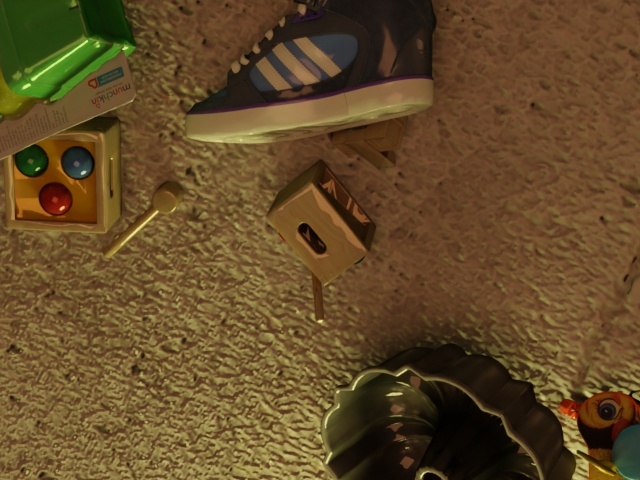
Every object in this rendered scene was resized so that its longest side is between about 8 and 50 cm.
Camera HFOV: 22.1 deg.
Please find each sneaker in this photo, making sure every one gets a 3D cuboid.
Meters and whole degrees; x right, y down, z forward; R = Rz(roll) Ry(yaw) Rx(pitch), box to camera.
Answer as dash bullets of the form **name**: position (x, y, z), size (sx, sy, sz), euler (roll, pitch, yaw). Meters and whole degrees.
- **sneaker**: position (-0.021, -0.247, 1.919), size (0.322, 0.130, 0.236), euler (-9, 86, 25)

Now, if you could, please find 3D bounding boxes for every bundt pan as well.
- **bundt pan**: position (0.167, 0.265, 1.987), size (0.330, 0.124, 0.331), euler (19, 127, 28)

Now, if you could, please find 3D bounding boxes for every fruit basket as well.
- **fruit basket**: position (-0.397, -0.251, 1.924), size (0.353, 0.165, 0.327), euler (-23, 81, 30)

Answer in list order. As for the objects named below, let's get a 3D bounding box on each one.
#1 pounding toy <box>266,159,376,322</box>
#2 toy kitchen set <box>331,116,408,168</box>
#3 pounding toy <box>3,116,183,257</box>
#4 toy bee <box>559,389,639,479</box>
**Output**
- **pounding toy**: position (0.000, 0.000, 1.969), size (0.100, 0.130, 0.141), euler (-37, 99, 16)
- **toy kitchen set**: position (0.072, -0.136, 1.977), size (0.083, 0.075, 0.068), euler (-4, 151, 41)
- **pounding toy**: position (-0.277, -0.054, 2.006), size (0.206, 0.094, 0.181), euler (3, 107, 7)
- **toy bee**: position (0.370, 0.254, 2.006), size (0.162, 0.298, 0.195), euler (5, 147, 33)
